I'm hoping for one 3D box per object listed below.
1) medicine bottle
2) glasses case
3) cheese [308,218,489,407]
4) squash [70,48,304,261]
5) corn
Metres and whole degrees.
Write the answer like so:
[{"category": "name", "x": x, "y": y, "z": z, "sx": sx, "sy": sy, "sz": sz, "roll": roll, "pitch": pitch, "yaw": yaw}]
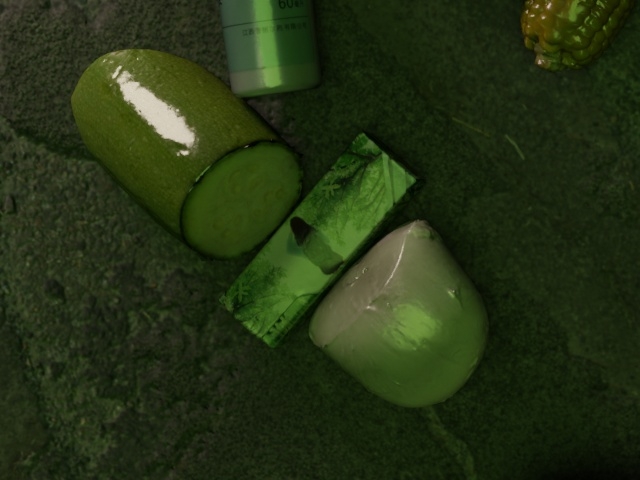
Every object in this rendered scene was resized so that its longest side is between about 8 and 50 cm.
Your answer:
[{"category": "medicine bottle", "x": -0.072, "y": -0.345, "z": 1.492, "sx": 0.110, "sy": 0.110, "sz": 0.351, "roll": -6, "pitch": 98, "yaw": 9}, {"category": "glasses case", "x": 0.000, "y": 0.000, "z": 1.551, "sx": 0.095, "sy": 0.062, "sz": 0.272, "roll": 43, "pitch": 102, "yaw": 14}, {"category": "cheese", "x": 0.105, "y": 0.098, "z": 1.515, "sx": 0.189, "sy": 0.154, "sz": 0.198, "roll": 44, "pitch": 103, "yaw": -4}, {"category": "squash", "x": -0.165, "y": -0.116, "z": 1.587, "sx": 0.260, "sy": 0.189, "sz": 0.189, "roll": 42, "pitch": 104, "yaw": 37}, {"category": "corn", "x": 0.331, "y": -0.356, "z": 1.432, "sx": 0.120, "sy": 0.120, "sz": 0.363, "roll": 25, "pitch": 100, "yaw": 4}]
